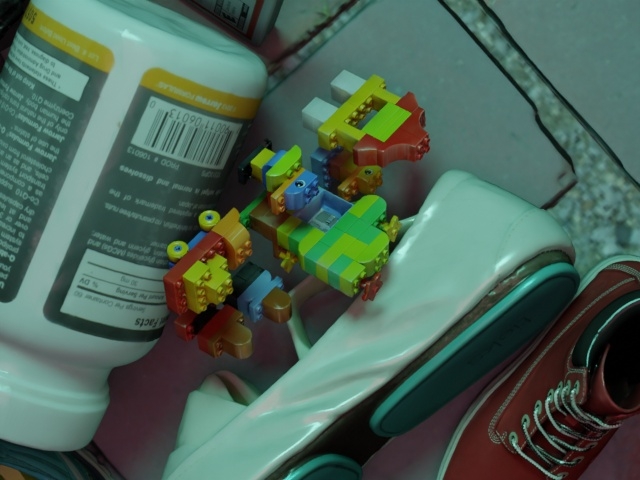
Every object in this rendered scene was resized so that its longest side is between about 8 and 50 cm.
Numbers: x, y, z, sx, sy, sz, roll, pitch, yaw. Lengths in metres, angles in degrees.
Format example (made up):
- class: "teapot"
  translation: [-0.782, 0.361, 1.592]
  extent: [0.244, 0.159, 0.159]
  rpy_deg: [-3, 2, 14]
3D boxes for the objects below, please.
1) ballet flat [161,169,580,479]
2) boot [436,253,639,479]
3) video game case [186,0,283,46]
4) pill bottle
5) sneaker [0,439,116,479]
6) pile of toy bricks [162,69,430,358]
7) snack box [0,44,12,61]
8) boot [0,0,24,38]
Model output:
- class: "ballet flat"
  translation: [-0.004, 0.107, 1.324]
  extent: [0.400, 0.139, 0.139]
  rpy_deg: [-43, 92, 4]
- class: "boot"
  translation: [0.151, 0.125, 1.277]
  extent: [0.088, 0.176, 0.244]
  rpy_deg: [33, 100, -2]
- class: "video game case"
  translation: [-0.141, -0.237, 1.245]
  extent: [0.285, 0.204, 0.025]
  rpy_deg: [33, 76, 0]
- class: "pill bottle"
  translation: [-0.156, -0.017, 1.267]
  extent: [0.162, 0.162, 0.278]
  rpy_deg: [25, 100, 1]
- class: "sneaker"
  translation: [-0.244, 0.134, 1.342]
  extent: [0.275, 0.110, 0.107]
  rpy_deg: [36, 98, 0]
- class: "pile of toy bricks"
  translation: [0.000, 0.000, 1.263]
  extent: [0.105, 0.118, 0.212]
  rpy_deg: [29, 57, 25]
- class: "snack box"
  translation: [-0.147, -0.068, 1.353]
  extent: [0.064, 0.022, 0.178]
  rpy_deg: [-29, 94, 9]
- class: "boot"
  translation: [-0.329, -0.193, 1.211]
  extent: [0.348, 0.131, 0.260]
  rpy_deg: [39, 77, -23]
